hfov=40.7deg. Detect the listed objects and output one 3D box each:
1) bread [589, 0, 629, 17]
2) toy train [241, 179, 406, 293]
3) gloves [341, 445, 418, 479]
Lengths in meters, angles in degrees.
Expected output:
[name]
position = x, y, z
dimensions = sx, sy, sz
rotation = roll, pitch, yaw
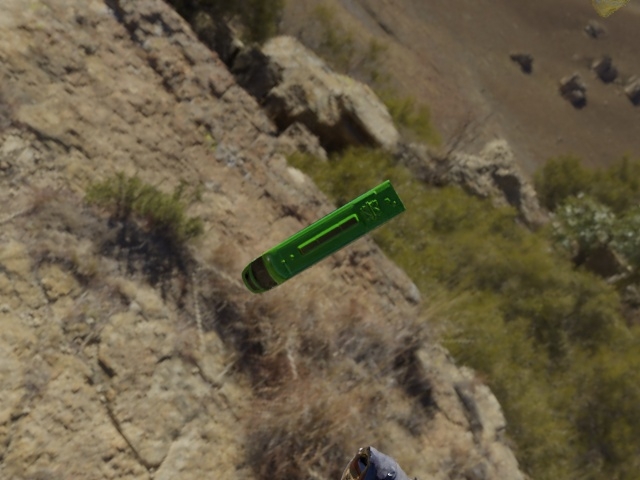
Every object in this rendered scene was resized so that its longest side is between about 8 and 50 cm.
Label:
[bread]
position = 0.231, -0.335, 0.761
dimensions = 0.240, 0.178, 0.135
rotation = 55, 1, -19
[toy train]
position = 0.000, 0.000, 1.013
dimensions = 0.044, 0.209, 0.042
rotation = 59, -1, 2
[gloves]
position = 0.129, 0.389, 1.103
dimensions = 0.285, 0.119, 0.142
rotation = 55, 31, -13
